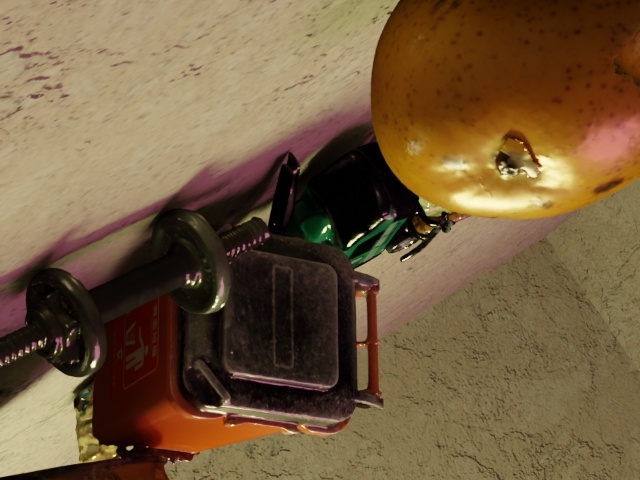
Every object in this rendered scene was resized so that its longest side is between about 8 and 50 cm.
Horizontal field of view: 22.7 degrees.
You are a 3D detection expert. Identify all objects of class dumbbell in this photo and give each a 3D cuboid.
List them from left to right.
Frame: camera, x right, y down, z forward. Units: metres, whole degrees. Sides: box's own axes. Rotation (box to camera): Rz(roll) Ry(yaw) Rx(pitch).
[{"bbox_3d":[-0.133,0.035,1.113,0.254,0.081,0.081,-26,169,-38],"label":"dumbbell"}]

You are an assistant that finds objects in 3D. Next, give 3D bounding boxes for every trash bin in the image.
[{"bbox_3d":[-0.077,0.096,1.308,0.184,0.161,0.239,11,157,-28],"label":"trash bin"}]

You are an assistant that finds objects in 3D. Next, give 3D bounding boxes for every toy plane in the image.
[{"bbox_3d":[0.000,0.000,1.404,0.155,0.106,0.381,-24,170,-19],"label":"toy plane"}]

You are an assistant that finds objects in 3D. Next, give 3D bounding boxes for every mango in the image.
[{"bbox_3d":[0.165,-0.123,0.962,0.290,0.160,0.191,-35,-157,-25],"label":"mango"}]

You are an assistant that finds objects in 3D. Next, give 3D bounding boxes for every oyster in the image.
[{"bbox_3d":[-0.156,0.138,1.673,0.214,0.083,0.223,-31,166,-36],"label":"oyster"}]

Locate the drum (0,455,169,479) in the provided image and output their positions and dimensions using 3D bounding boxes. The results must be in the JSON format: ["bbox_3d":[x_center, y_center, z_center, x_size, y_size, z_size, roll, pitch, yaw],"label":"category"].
[{"bbox_3d":[-0.302,0.325,1.278,0.431,0.214,0.431,-14,169,-3],"label":"drum"}]

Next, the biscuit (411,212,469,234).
[{"bbox_3d":[0.122,-0.025,1.876,0.126,0.025,0.206,-24,-177,-8],"label":"biscuit"}]

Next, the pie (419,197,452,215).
[{"bbox_3d":[0.228,-0.120,1.691,0.306,0.071,0.306,-34,172,-5],"label":"pie"}]
